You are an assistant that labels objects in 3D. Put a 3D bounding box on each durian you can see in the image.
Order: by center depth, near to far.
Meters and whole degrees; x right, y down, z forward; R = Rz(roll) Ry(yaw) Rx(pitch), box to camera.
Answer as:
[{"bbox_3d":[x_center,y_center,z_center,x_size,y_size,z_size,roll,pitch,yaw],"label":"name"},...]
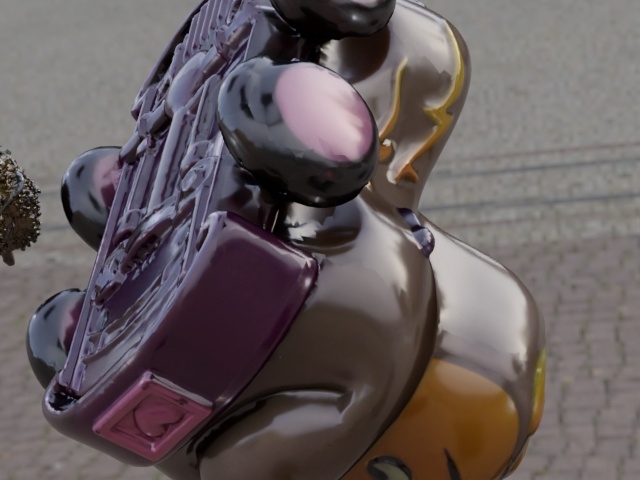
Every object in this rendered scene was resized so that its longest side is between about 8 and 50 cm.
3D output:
[{"bbox_3d":[-0.208,-0.016,0.995,0.080,0.091,0.080,-12,38,9],"label":"durian"}]

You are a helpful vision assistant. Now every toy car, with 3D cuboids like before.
[{"bbox_3d":[0.000,0.000,0.903,0.271,0.240,0.340,-42,29,44],"label":"toy car"}]
